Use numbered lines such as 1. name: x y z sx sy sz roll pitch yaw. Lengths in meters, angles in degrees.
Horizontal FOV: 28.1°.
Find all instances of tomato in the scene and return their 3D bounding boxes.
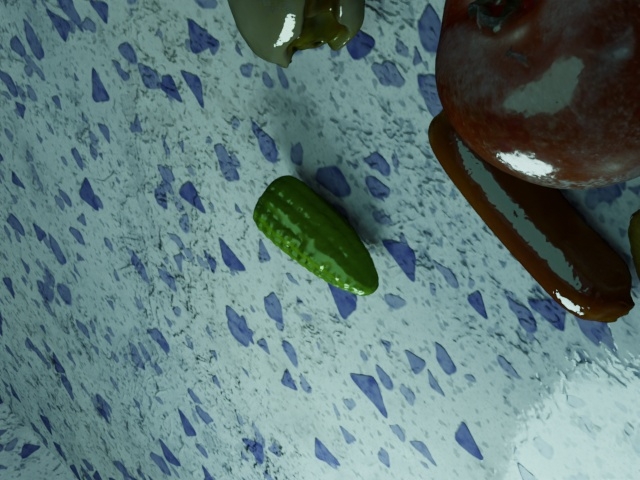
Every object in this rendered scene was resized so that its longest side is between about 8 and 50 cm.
1. tomato: 0.232 -0.168 1.058 0.227 0.270 0.270 31 163 -29

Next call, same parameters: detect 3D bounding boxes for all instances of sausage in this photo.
1. sausage: 0.222 -0.028 1.378 0.300 0.083 0.089 52 138 9

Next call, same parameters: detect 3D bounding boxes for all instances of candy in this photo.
1. candy: 0.000 0.000 1.737 0.209 0.096 0.097 43 148 19

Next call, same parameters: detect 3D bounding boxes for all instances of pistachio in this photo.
1. pistachio: -0.033 -0.322 1.413 0.288 0.166 0.197 95 158 -53

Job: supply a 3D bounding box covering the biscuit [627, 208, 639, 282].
1. biscuit: 0.373 0.028 1.218 0.247 0.029 0.118 17 127 67
